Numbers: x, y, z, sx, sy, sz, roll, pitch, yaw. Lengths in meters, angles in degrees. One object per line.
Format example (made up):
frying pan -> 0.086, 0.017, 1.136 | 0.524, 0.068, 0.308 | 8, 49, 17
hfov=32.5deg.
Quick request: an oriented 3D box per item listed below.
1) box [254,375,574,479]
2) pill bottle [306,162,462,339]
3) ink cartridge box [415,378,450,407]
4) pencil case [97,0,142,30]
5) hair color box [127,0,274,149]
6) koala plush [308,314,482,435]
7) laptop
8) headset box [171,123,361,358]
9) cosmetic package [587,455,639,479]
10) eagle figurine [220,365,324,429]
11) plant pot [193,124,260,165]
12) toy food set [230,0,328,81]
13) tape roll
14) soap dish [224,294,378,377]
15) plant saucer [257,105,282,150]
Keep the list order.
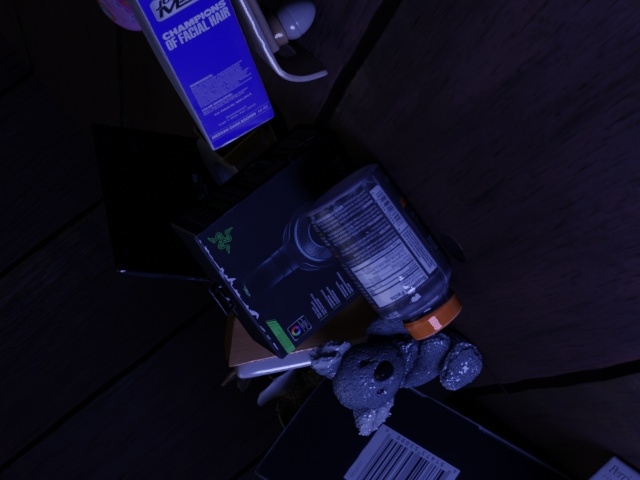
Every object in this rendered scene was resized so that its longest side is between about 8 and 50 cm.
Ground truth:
box -> 0.193, 0.518, 2.004 | 0.480, 0.297, 0.472 | 27, 158, 29
pill bottle -> 0.099, 0.022, 1.562 | 0.245, 0.130, 0.130 | 54, 166, -9
ink cartridge box -> 0.183, 0.304, 2.127 | 0.127, 0.072, 0.175 | 45, 164, 21
pencil case -> -0.287, -0.425, 1.692 | 0.124, 0.124, 0.284 | 51, 167, 0
hair color box -> -0.174, -0.284, 1.386 | 0.185, 0.110, 0.339 | 57, 177, 27
koala plush -> 0.108, 0.198, 1.787 | 0.196, 0.221, 0.203 | 52, 166, -6
laptop -> -0.272, 0.002, 2.203 | 0.236, 0.408, 0.382 | -58, 38, 39
headset box -> -0.054, 0.004, 1.686 | 0.246, 0.283, 0.131 | 58, 165, -22
cosmetic package -> 0.410, 0.431, 1.500 | 0.151, 0.184, 0.151 | 34, 159, 50
eagle figurine -> -0.010, 0.284, 2.190 | 0.298, 0.225, 0.226 | 33, 156, -13
plant pot -> -0.152, -0.174, 1.855 | 0.081, 0.081, 0.083 | 47, 176, 18
toy food set -> -0.098, -0.356, 1.359 | 0.306, 0.092, 0.220 | 63, 174, -35
tape roll -> -0.138, -0.124, 2.068 | 0.219, 0.072, 0.219 | 48, 166, 16
soap dish -> -0.034, 0.152, 1.989 | 0.229, 0.291, 0.118 | -151, 49, -82
plant saucer -> -0.115, -0.220, 1.840 | 0.168, 0.029, 0.168 | 48, 166, 17
